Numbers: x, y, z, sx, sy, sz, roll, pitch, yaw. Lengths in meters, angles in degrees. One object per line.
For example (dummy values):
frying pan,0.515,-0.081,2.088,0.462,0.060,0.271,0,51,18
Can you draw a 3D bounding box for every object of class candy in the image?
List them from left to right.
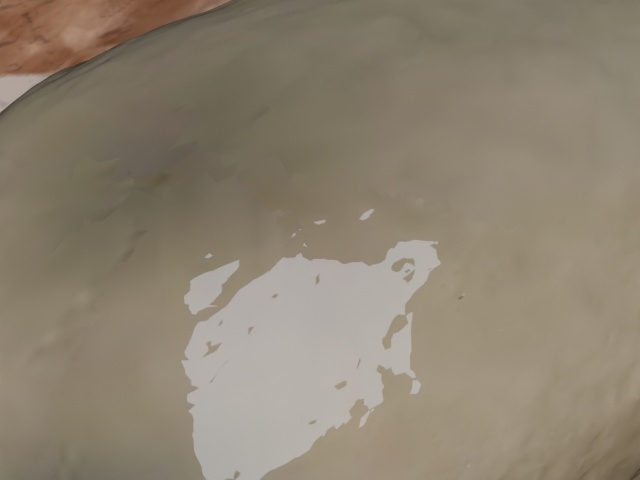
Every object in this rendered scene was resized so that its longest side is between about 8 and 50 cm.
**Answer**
candy,0.000,0.000,0.865,0.427,0.186,0.386,-27,42,-1
